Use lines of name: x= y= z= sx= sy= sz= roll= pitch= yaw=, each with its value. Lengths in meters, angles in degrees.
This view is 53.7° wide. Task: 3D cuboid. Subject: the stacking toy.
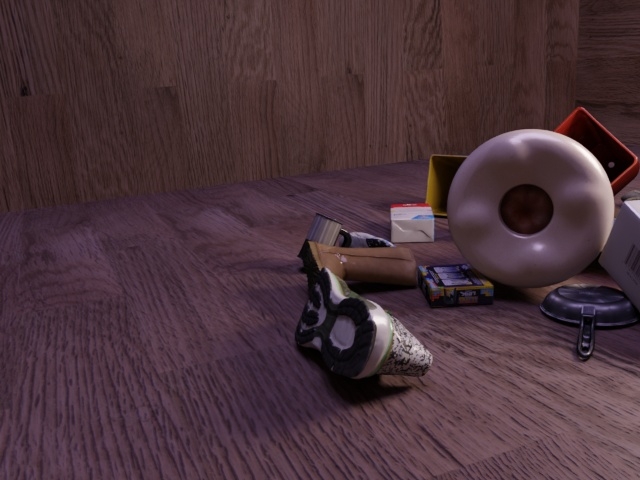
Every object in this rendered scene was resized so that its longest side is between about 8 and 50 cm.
stacking toy: x=0.532 y=-0.091 z=1.565 sx=0.351 sy=0.350 sz=0.480 roll=3 pitch=8 yaw=24

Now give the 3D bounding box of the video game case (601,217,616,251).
video game case: x=0.776 y=-0.027 z=1.616 sx=0.300 sy=0.036 sz=0.329 roll=-20 pitch=1 yaw=-35

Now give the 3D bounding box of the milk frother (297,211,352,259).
milk frother: x=0.000 y=0.000 z=1.758 sx=0.129 sy=0.134 sz=0.143 roll=24 pitch=0 yaw=-35

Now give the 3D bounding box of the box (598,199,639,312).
box: x=0.784 y=0.032 z=1.256 sx=0.346 sy=0.168 sz=0.215 roll=-6 pitch=41 yaw=-9

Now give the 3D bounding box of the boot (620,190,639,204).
boot: x=1.060 y=-0.128 z=2.111 sx=0.190 sy=0.076 sz=0.208 roll=10 pitch=21 yaw=-5

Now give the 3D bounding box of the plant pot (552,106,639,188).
plant pot: x=0.887 y=-0.235 z=2.103 sx=0.236 sy=0.267 sz=0.267 roll=9 pitch=40 yaw=-49

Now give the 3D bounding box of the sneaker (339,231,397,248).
sneaker: x=0.150 y=0.025 z=1.741 sx=0.086 sy=0.085 sz=0.237 roll=-4 pitch=16 yaw=-38

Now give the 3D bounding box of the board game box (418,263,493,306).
board game box: x=0.310 y=0.102 z=1.474 sx=0.141 sy=0.048 sz=0.170 roll=-2 pitch=15 yaw=0

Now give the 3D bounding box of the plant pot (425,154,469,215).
plant pot: x=0.518 y=-0.189 z=2.248 sx=0.212 sy=0.212 sz=0.187 roll=9 pitch=8 yaw=40

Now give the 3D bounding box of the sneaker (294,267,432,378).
sneaker: x=0.075 y=0.173 z=1.190 sx=0.182 sy=0.158 sz=0.410 roll=25 pitch=4 yaw=-19

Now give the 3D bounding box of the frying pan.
frying pan: x=0.517 y=0.144 z=1.281 sx=0.326 sy=0.053 sz=0.197 roll=-13 pitch=16 yaw=-42

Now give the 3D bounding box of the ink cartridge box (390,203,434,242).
ink cartridge box: x=0.290 y=-0.060 z=2.027 sx=0.134 sy=0.077 sz=0.231 roll=-1 pitch=15 yaw=7

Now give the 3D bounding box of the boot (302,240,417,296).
boot: x=0.106 y=0.082 z=1.505 sx=0.270 sy=0.089 sz=0.236 roll=6 pitch=39 yaw=-15
